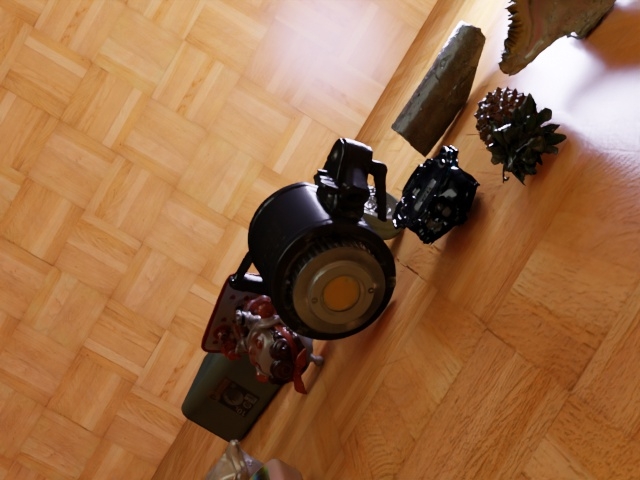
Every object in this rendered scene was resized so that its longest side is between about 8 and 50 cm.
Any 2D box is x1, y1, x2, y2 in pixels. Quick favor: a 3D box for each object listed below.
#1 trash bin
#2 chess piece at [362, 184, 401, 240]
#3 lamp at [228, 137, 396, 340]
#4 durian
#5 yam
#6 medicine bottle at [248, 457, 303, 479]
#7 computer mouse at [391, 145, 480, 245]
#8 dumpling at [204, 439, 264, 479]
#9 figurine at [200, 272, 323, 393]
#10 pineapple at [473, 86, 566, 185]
[{"bbox_3d":[-0.150,0.255,1.954,0.343,0.158,0.223,-55,8,32],"label":"trash bin"},{"bbox_3d":[0.053,0.034,1.659,0.139,0.139,0.271,-71,3,-61],"label":"chess piece"},{"bbox_3d":[-0.006,0.042,1.431,0.272,0.205,0.374,-100,32,-48],"label":"lamp"},{"bbox_3d":[0.340,-0.356,1.184,0.172,0.166,0.306,-24,-14,-43],"label":"durian"},{"bbox_3d":[0.241,-0.296,1.709,0.259,0.106,0.106,-55,7,7],"label":"yam"},{"bbox_3d":[-0.063,0.368,1.144,0.115,0.078,0.219,-58,7,-3],"label":"medicine bottle"},{"bbox_3d":[0.175,-0.058,1.256,0.146,0.077,0.241,-58,10,14],"label":"computer mouse"},{"bbox_3d":[-0.136,0.413,1.387,0.136,0.118,0.199,-101,12,-59],"label":"dumpling"},{"bbox_3d":[-0.088,0.198,1.645,0.226,0.160,0.183,42,117,45],"label":"figurine"},{"bbox_3d":[0.245,-0.147,1.105,0.103,0.083,0.221,-58,9,20],"label":"pineapple"}]
